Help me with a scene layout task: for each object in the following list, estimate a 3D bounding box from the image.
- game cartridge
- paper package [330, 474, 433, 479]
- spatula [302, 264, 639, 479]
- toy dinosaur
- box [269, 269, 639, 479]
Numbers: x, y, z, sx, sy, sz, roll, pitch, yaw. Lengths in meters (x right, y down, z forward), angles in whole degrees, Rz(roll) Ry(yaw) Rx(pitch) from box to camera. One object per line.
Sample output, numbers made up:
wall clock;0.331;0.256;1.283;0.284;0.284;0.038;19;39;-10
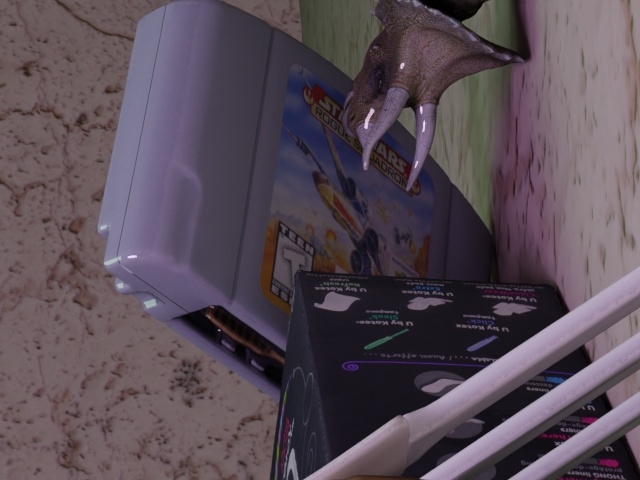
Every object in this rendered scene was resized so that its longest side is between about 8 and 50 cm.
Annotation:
game cartridge;0.000;0.000;1.112;0.297;0.062;0.198;37;-129;-39
paper package;0.083;0.249;0.531;0.325;0.168;0.310;92;173;-62
spatula;0.047;0.059;0.565;0.019;0.242;0.168;51;162;22
toy dinosaur;0.069;-0.197;1.036;0.160;0.121;0.314;-113;22;-44
box;0.056;0.143;0.921;0.270;0.143;0.165;-102;17;-66
